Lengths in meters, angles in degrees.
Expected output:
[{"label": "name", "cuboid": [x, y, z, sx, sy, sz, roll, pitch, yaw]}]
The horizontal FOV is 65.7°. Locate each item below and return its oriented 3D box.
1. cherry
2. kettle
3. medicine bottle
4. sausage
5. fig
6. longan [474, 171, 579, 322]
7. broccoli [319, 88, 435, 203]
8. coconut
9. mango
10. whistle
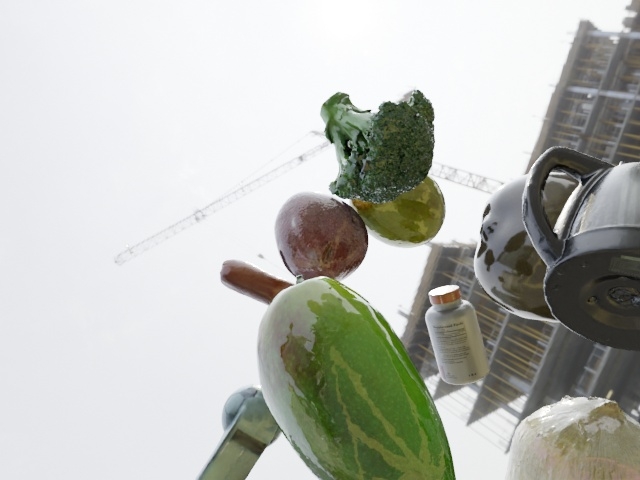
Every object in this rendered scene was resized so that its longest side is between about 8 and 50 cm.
[{"label": "cherry", "cuboid": [0.000, 0.000, 1.306, 0.261, 0.307, 0.221, 28, -60, -14]}, {"label": "kettle", "cuboid": [0.440, -0.009, 0.734, 0.271, 0.251, 0.207, -56, -42, -34]}, {"label": "medicine bottle", "cuboid": [0.425, 0.293, 1.568, 0.157, 0.157, 0.288, -19, -85, -36]}, {"label": "sausage", "cuboid": [-0.148, 0.136, 1.389, 0.089, 0.300, 0.083, -58, -13, -33]}, {"label": "fig", "cuboid": [0.221, -0.113, 1.483, 0.326, 0.258, 0.258, 16, -81, -44]}, {"label": "longan", "cuboid": [0.533, 0.012, 1.188, 0.361, 0.361, 0.360, -20, -58, -35]}, {"label": "broccoli", "cuboid": [0.115, -0.209, 1.015, 0.269, 0.269, 0.254, 6, -52, -44]}, {"label": "coconut", "cuboid": [0.663, 0.562, 1.204, 0.405, 0.405, 0.404, -20, -58, -35]}, {"label": "mango", "cuboid": [0.045, 0.227, 0.679, 0.201, 0.382, 0.225, -15, -24, -46]}, {"label": "whistle", "cuboid": [-0.174, 0.442, 1.158, 0.163, 0.163, 0.289, 30, -86, -46]}]
